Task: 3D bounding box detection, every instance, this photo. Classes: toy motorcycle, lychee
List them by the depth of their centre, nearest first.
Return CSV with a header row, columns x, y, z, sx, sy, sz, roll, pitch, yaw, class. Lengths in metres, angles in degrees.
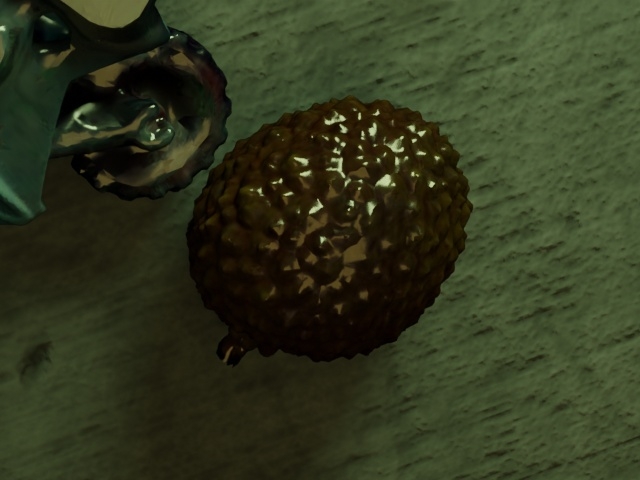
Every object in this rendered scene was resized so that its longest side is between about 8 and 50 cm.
x,y,z,sx,sy,sz,roll,pitch,yaw,class
-0.231,-0.168,0.894,0.232,0.172,0.416,-33,120,-6,toy motorcycle
0.000,0.000,1.002,0.200,0.200,0.238,33,111,-21,lychee
